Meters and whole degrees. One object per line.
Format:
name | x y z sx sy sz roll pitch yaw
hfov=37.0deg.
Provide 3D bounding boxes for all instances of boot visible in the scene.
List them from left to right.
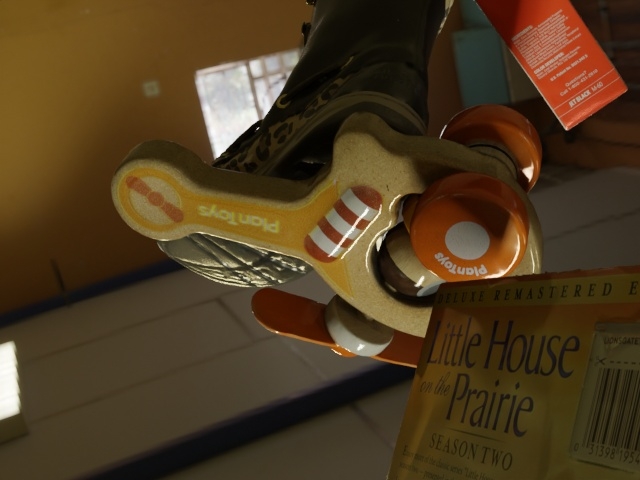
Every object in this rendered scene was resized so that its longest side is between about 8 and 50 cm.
boot | -0.009 -0.124 0.956 0.377 0.138 0.284 -33 -148 51

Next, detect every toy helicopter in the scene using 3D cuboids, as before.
toy helicopter | 0.000 0.000 0.782 0.354 0.235 0.140 12 -143 10

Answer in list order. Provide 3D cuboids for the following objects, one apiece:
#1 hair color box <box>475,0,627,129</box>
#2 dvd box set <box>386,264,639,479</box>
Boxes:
hair color box | 0.139 -0.167 0.662 0.053 0.167 0.093 -35 -162 19
dvd box set | 0.091 0.221 0.470 0.062 0.421 0.307 19 169 -16
